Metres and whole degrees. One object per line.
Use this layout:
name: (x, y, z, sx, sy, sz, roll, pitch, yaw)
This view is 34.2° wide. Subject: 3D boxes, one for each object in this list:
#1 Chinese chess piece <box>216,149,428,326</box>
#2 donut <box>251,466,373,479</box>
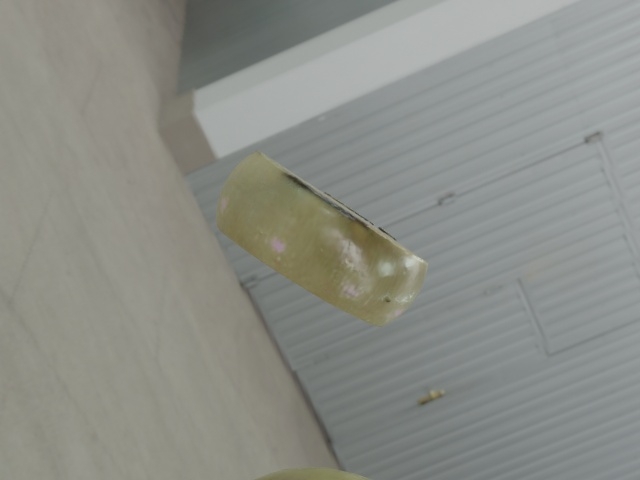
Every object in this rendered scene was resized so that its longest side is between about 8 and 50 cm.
Chinese chess piece: (0.000, 0.000, 1.169, 0.251, 0.097, 0.251, 32, 3, -2)
donut: (0.064, 0.310, 0.453, 0.449, 0.198, 0.448, 24, -58, 44)
